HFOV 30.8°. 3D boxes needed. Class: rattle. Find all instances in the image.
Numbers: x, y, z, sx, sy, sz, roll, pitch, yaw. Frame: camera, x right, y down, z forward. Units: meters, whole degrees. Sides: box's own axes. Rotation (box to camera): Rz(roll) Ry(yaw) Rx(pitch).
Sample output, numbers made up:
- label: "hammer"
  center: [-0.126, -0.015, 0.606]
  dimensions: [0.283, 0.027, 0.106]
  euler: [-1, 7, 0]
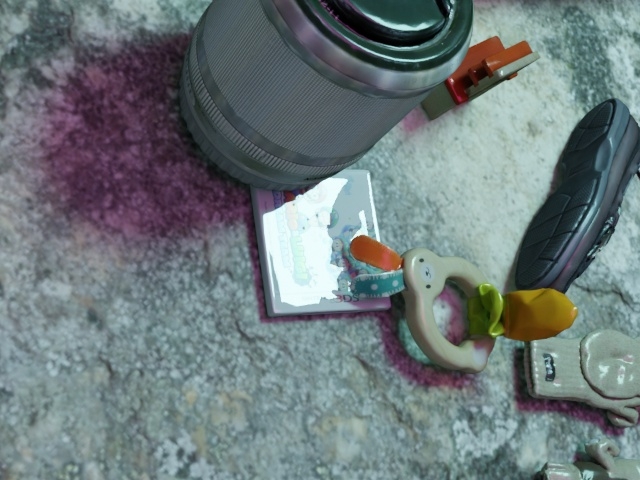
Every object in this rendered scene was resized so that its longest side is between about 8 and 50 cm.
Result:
- label: "rattle"
  center: [0.142, 0.053, 1.211]
  dimensions: [0.199, 0.142, 0.130]
  euler: [44, 71, -25]

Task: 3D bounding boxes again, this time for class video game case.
- label: "video game case"
  center: [0.000, 0.000, 1.231]
  dimensions: [0.143, 0.019, 0.157]
  euler: [-1, 75, -29]

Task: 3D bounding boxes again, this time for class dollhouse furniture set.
- label: "dollhouse furniture set"
  center: [0.128, -0.283, 1.320]
  dimensions: [0.262, 0.135, 0.259]
  euler: [-28, 89, -32]

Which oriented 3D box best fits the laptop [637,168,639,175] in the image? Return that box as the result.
- label: "laptop"
  center: [0.691, -0.027, 1.483]
  dimensions: [0.382, 0.408, 0.236]
  euler: [-31, 123, -30]

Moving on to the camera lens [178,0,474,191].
- label: "camera lens"
  center: [0.000, -0.193, 1.130]
  dimensions: [0.219, 0.274, 0.220]
  euler: [12, 63, -24]

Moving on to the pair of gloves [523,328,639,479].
- label: "pair of gloves"
  center: [0.327, 0.221, 1.322]
  dimensions: [0.204, 0.042, 0.240]
  euler: [-1, 73, -25]

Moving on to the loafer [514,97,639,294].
- label: "loafer"
  center: [0.324, -0.037, 1.368]
  dimensions: [0.095, 0.109, 0.303]
  euler: [39, 57, -17]
